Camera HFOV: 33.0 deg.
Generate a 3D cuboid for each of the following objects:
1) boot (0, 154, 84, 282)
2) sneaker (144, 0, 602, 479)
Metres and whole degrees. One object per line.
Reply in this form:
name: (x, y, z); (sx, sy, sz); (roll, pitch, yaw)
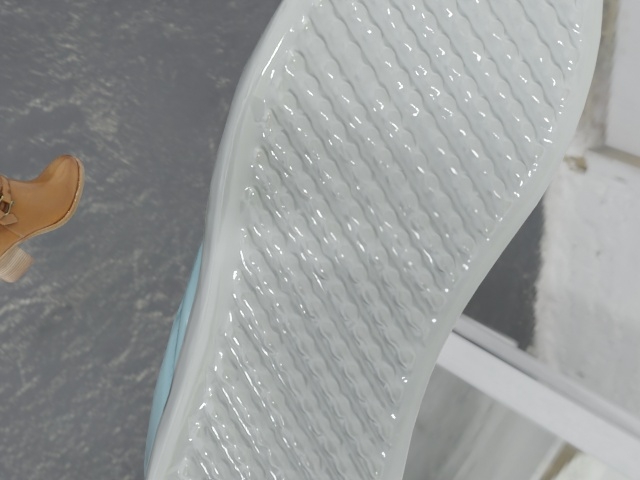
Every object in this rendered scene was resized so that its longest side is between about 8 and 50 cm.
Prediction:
boot: (-0.388, -0.059, 1.354); (0.152, 0.073, 0.197); (51, 57, -47)
sneaker: (0.000, 0.000, 0.487); (0.135, 0.150, 0.366); (24, 91, -13)
